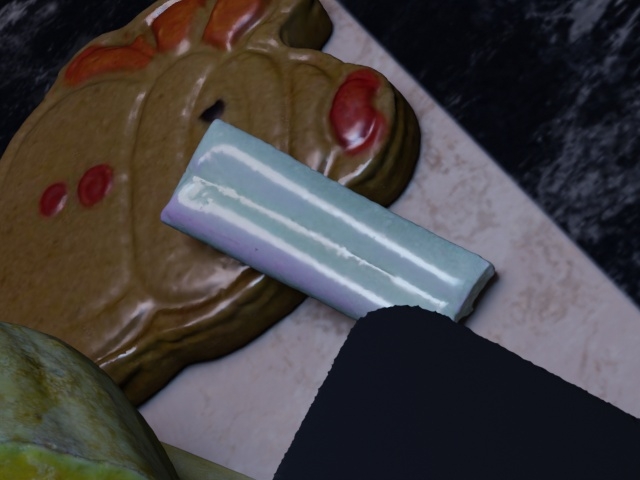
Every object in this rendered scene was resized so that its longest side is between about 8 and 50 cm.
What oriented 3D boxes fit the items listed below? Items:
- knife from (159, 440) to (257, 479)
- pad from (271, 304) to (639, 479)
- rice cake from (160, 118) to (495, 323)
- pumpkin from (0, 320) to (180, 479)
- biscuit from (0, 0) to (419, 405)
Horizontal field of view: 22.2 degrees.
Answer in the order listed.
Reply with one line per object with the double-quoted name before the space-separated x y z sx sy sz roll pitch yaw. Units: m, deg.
"knife" -0.024 0.164 1.047 0.298 0.017 0.047 14 64 41
"pad" 0.128 0.217 0.695 0.315 0.375 0.063 -58 -4 -46
"rice cake" 0.001 0.000 1.069 0.222 0.042 0.080 28 83 19
"pumpkin" -0.224 0.193 0.987 0.332 0.332 0.199 -35 34 12
"biscuit" -0.104 -0.046 1.217 0.381 0.074 0.358 -18 55 30
